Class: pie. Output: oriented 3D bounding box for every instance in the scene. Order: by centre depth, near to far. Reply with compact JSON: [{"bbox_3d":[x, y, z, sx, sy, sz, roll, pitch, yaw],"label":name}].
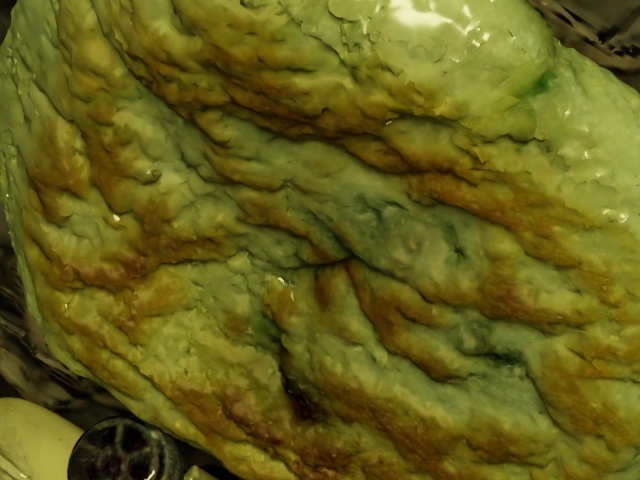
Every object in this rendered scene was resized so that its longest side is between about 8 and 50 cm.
[{"bbox_3d":[0.000,0.000,0.512,0.240,0.054,0.240,19,142,16],"label":"pie"}]

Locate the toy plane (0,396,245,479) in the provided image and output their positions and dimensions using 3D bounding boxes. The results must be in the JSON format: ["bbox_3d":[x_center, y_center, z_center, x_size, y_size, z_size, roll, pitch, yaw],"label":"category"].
[{"bbox_3d":[-0.045,0.121,0.606,0.244,0.092,0.229,32,172,29],"label":"toy plane"}]
